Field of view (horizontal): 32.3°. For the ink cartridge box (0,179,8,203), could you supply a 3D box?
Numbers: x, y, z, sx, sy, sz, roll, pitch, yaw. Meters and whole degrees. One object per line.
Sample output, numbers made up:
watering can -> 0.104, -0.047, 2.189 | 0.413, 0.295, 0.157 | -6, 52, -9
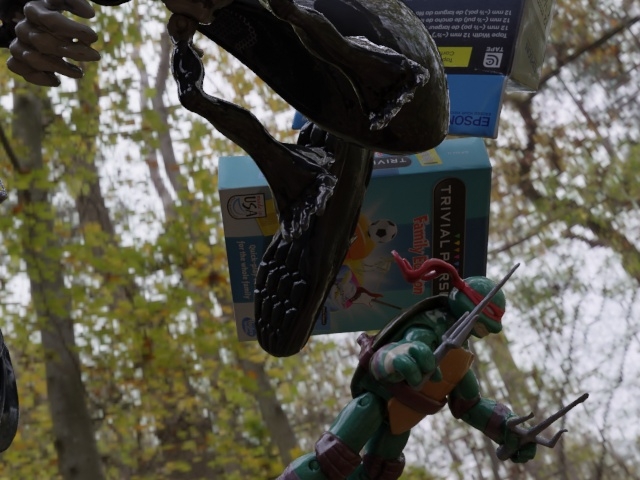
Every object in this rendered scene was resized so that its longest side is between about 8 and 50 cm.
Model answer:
ink cartridge box -> -0.431, -0.082, 1.352 | 0.063, 0.115, 0.029 | -37, -25, 17

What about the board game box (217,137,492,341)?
board game box -> 0.046, 0.003, 1.436 | 0.336, 0.079, 0.254 | -5, -52, -1

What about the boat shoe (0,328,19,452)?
boat shoe -> -0.276, 0.071, 0.709 | 0.156, 0.187, 0.500 | -4, -47, -21

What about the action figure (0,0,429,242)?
action figure -> -0.075, -0.136, 0.530 | 0.275, 0.141, 0.164 | 41, -84, -12

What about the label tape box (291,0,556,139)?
label tape box -> 0.135, -0.252, 1.301 | 0.249, 0.348, 0.115 | 4, -23, 26

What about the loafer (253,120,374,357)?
loafer -> 0.000, 0.000, 0.995 | 0.078, 0.076, 0.223 | 9, -81, -46

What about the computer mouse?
computer mouse -> -0.022, -0.156, 0.736 | 0.188, 0.272, 0.072 | -36, -23, -52

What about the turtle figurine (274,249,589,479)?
turtle figurine -> 0.070, 0.104, 0.727 | 0.175, 0.118, 0.234 | 28, -72, -38
